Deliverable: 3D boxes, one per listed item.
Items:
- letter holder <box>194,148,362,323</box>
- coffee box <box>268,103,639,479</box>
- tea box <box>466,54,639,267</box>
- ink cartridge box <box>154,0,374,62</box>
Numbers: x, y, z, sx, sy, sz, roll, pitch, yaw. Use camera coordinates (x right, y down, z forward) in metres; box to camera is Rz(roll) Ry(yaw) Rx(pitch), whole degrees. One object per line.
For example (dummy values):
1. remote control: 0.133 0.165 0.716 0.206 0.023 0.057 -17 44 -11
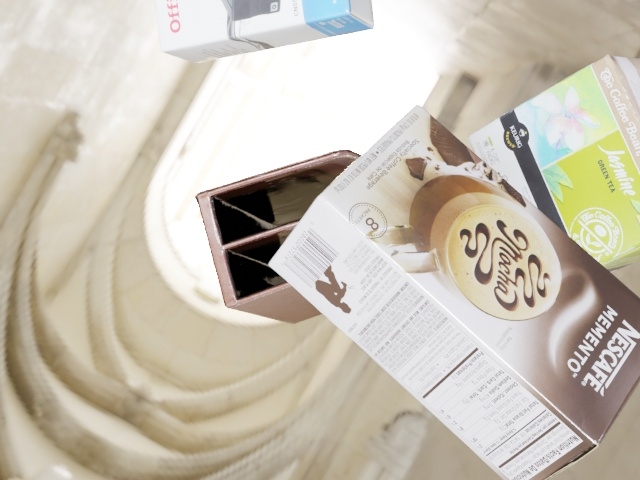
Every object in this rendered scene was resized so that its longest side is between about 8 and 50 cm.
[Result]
1. letter holder: 0.000 0.000 1.628 0.302 0.215 0.152 28 -135 -74
2. coffee box: 0.129 0.048 1.059 0.297 0.119 0.168 42 -131 4
3. tea box: 0.500 -0.117 2.237 0.220 0.324 0.328 -6 -110 -53
4. ink cartridge box: -0.093 -0.407 1.849 0.308 0.223 0.129 -8 178 20
